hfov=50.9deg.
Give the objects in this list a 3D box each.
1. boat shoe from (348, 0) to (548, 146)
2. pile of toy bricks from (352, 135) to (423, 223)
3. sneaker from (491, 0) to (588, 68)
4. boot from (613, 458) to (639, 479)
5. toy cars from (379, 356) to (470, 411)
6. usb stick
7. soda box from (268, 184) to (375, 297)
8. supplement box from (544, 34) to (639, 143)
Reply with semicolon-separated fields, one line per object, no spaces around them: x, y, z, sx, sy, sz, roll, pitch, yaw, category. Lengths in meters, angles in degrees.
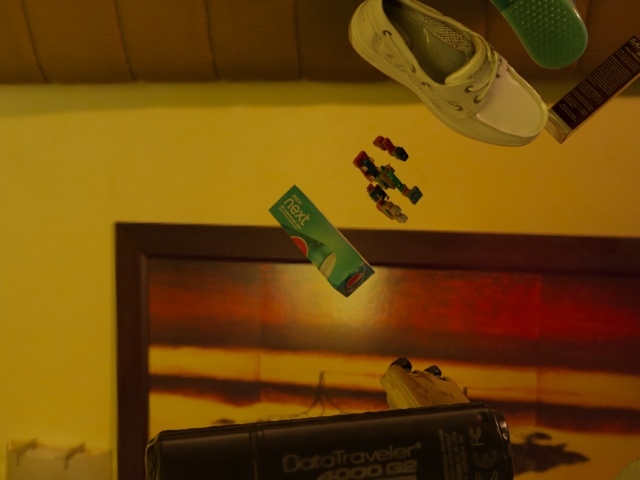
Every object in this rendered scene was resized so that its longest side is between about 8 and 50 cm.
0.164;-0.197;0.788;0.277;0.098;0.096;27;174;-13;boat shoe
0.133;-0.143;1.484;0.105;0.118;0.212;26;163;50;pile of toy bricks
0.353;-0.465;1.184;0.127;0.319;0.208;-25;-158;26;sneaker
0.601;0.471;1.228;0.123;0.258;0.095;7;-132;-18;boot
0.125;0.253;0.797;0.176;0.087;0.394;41;-166;-5;toy cars
0.010;0.168;0.499;0.278;0.077;0.045;-2;169;-13;usb stick
0.000;0.000;1.195;0.210;0.071;0.067;49;-176;29;soda box
0.606;-0.327;1.480;0.239;0.073;0.130;-43;170;9;supplement box
